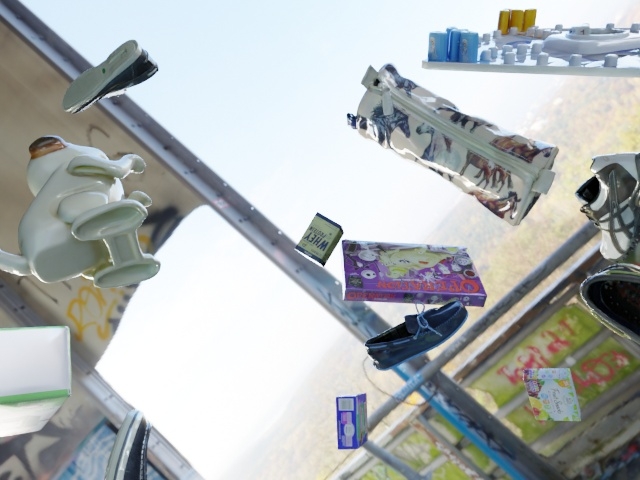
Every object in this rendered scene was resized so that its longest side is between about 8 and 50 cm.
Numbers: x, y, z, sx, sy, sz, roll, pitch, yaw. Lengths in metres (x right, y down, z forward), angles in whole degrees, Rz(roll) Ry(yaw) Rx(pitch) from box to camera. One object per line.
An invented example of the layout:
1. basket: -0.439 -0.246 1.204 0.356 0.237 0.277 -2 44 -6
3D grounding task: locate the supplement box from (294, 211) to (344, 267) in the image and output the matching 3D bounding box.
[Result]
1. supplement box: 0.000 0.000 0.993 0.083 0.056 0.083 -59 -11 -4

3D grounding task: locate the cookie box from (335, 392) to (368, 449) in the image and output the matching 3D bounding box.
1. cookie box: 0.060 0.332 0.947 0.107 0.040 0.092 41 -134 -71

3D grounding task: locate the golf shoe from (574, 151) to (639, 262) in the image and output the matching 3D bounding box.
1. golf shoe: 0.389 -0.047 0.685 0.198 0.094 0.077 74 -145 -48

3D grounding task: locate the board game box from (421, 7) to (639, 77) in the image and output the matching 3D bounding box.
1. board game box: 0.400 -0.300 0.740 0.390 0.390 0.050 -38 -48 -47

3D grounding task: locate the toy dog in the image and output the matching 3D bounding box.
1. toy dog: -0.626 -0.085 1.319 0.395 0.408 0.284 -22 -37 -11

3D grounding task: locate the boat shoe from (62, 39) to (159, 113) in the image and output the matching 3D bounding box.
1. boat shoe: -0.452 -0.331 1.090 0.233 0.084 0.079 -26 -28 16

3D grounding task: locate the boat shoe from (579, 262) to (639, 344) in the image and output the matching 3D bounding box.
1. boat shoe: 0.355 0.089 0.464 0.068 0.227 0.081 -3 -67 -44

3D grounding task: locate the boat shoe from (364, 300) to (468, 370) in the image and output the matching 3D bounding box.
1. boat shoe: 0.221 0.214 1.194 0.258 0.089 0.109 -35 14 5

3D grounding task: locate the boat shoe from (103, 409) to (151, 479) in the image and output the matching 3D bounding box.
1. boat shoe: -0.358 0.590 0.994 0.187 0.156 0.500 125 145 -52

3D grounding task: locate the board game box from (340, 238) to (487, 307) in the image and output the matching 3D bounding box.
1. board game box: 0.227 0.080 1.308 0.208 0.346 0.056 -91 6 -51

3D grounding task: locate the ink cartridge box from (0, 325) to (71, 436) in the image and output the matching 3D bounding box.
1. ink cartridge box: -0.527 0.236 0.806 0.198 0.115 0.273 3 -29 -36

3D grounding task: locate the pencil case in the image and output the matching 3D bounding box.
1. pencil case: 0.253 -0.191 0.985 0.160 0.410 0.183 -60 -22 12

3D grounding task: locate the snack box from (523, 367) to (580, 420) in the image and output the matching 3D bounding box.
1. snack box: 0.540 0.360 1.190 0.100 0.141 0.037 -11 29 29
